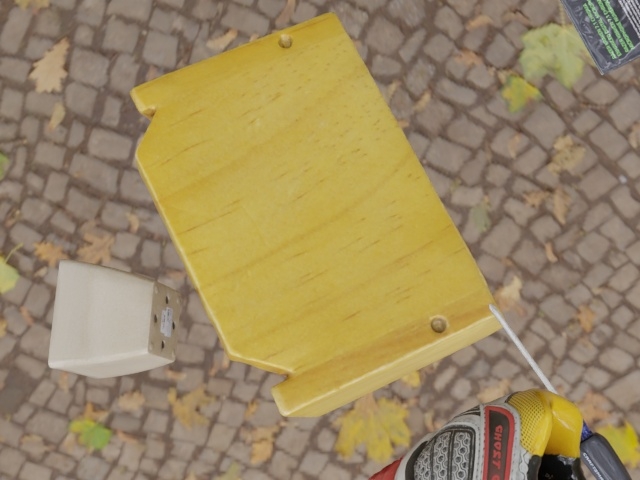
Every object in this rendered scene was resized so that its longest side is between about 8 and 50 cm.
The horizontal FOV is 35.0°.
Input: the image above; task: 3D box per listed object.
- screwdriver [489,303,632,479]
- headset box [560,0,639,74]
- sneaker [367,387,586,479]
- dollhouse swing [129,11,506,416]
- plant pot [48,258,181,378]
[{"bbox_3d":[0.174,0.116,0.739,0.024,0.025,0.170,-34,85,-4],"label":"screwdriver"},{"bbox_3d":[0.358,-0.286,0.914,0.283,0.246,0.131,-27,97,37],"label":"headset box"},{"bbox_3d":[0.100,0.144,0.309,0.093,0.088,0.225,-46,63,19],"label":"sneaker"},{"bbox_3d":[0.000,0.000,1.083,0.315,0.305,0.346,-24,75,-14],"label":"dollhouse swing"},{"bbox_3d":[-0.201,0.082,1.029,0.096,0.109,0.109,-1,76,16],"label":"plant pot"}]
